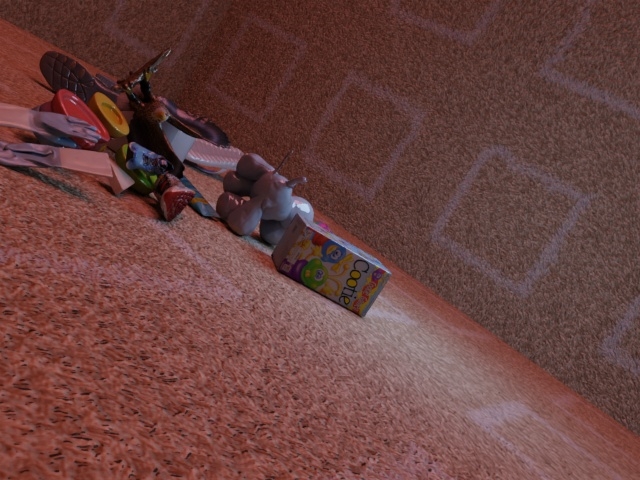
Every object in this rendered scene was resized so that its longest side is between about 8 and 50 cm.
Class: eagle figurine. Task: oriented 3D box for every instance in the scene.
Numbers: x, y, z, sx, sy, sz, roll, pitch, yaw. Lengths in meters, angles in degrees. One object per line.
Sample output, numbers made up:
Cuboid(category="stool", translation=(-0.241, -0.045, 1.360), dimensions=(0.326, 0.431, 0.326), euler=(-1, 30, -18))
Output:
Cuboid(category="eagle figurine", translation=(-0.418, -0.313, 1.658), dimensions=(0.298, 0.226, 0.225), euler=(57, 22, -26))

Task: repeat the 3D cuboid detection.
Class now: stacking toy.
Cuboid(category="stacking toy", translation=(-0.530, -0.200, 1.446), dimensions=(0.280, 0.130, 0.309), euler=(58, 10, -3))

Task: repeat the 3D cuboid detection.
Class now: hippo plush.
Cuboid(category="hippo plush", translation=(-0.132, -0.117, 1.801), dimensions=(0.236, 0.294, 0.234), euler=(36, 24, -50))

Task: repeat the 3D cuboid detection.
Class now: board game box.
Cuboid(category="board game box", translation=(0.026, 0.065, 1.673), dimensions=(0.275, 0.142, 0.144), euler=(30, 7, -18))

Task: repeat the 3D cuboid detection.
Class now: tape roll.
Cuboid(category="tape roll", translation=(-0.508, -0.317, 1.864), dimensions=(0.246, 0.169, 0.246), euler=(32, 8, -5))

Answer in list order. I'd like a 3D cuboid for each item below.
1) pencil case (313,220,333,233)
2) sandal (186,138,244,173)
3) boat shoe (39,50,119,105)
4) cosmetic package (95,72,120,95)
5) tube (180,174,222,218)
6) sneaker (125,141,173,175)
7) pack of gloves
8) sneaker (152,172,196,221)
Cuboid(category="pencil case", translation=(0.000, 0.000, 2.206), dimensions=(0.104, 0.104, 0.236), euler=(30, 5, -15))
Cuboid(category="sandal", translation=(-0.445, -0.319, 2.448), dimensions=(0.416, 0.102, 0.169), euler=(9, 38, -48))
Cuboid(category="boat shoe", translation=(-0.808, -0.511, 2.160), dimensions=(0.355, 0.132, 0.130), euler=(39, -5, -16))
Cuboid(category="cosmetic package", translation=(-0.737, -0.501, 2.310), dimensions=(0.237, 0.127, 0.107), euler=(30, 7, 0))
Cuboid(category="tube", translation=(-0.359, -0.125, 1.725), dimensions=(0.207, 0.052, 0.080), euler=(43, 21, 26))
Cuboid(category="sneaker", translation=(-0.391, -0.186, 1.435), dimensions=(0.073, 0.064, 0.162), euler=(6, -1, 13))
Cuboid(category="pack of gloves", translation=(-0.532, -0.181, 1.193), dimensions=(0.232, 0.046, 0.195), euler=(6, 40, -33))
Cuboid(category="sneaker", translation=(-0.349, -0.104, 1.435), dimensions=(0.092, 0.088, 0.225), euler=(41, -3, -11))
